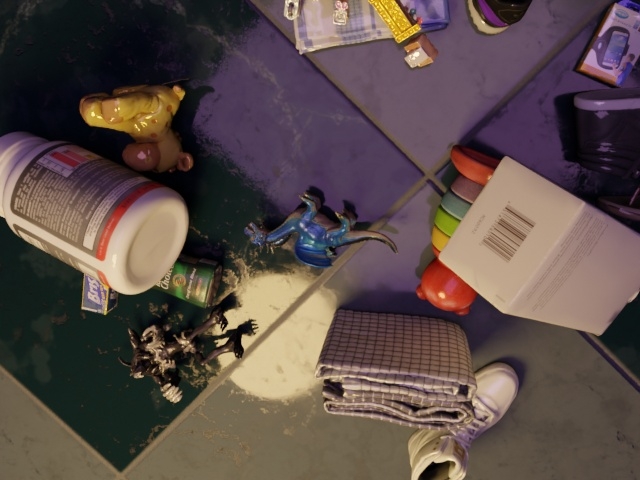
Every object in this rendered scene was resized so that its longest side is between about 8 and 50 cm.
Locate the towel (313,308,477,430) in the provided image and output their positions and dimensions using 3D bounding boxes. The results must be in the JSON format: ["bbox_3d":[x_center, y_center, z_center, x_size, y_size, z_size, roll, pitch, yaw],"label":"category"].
[{"bbox_3d":[0.140,0.243,1.119,0.283,0.235,0.121,4,110,7],"label":"towel"}]

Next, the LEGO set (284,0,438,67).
[{"bbox_3d":[0.085,-0.414,1.018,0.286,0.107,0.132,19,137,-2],"label":"LEGO set"}]

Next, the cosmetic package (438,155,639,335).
[{"bbox_3d":[0.389,0.024,0.964,0.155,0.365,0.197,45,110,42],"label":"cosmetic package"}]

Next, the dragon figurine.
[{"bbox_3d":[0.000,0.000,1.154,0.289,0.085,0.144,23,106,2],"label":"dragon figurine"}]

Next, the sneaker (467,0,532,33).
[{"bbox_3d":[0.275,-0.493,0.954,0.102,0.146,0.294,-26,101,-1],"label":"sneaker"}]

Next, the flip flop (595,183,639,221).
[{"bbox_3d":[0.620,-0.089,1.031,0.276,0.112,0.080,-8,108,6],"label":"flip flop"}]

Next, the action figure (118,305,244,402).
[{"bbox_3d":[-0.309,0.236,1.229,0.275,0.141,0.164,-24,101,9],"label":"action figure"}]

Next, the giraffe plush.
[{"bbox_3d":[-0.332,-0.205,1.131,0.210,0.181,0.171,-18,115,-23],"label":"giraffe plush"}]

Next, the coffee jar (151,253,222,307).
[{"bbox_3d":[-0.302,0.067,1.216,0.184,0.079,0.096,16,105,4],"label":"coffee jar"}]

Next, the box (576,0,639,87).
[{"bbox_3d":[0.518,-0.345,1.027,0.081,0.028,0.136,24,108,2],"label":"box"}]

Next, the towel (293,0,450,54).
[{"bbox_3d":[0.080,-0.462,1.058,0.284,0.034,0.209,-7,100,8],"label":"towel"}]

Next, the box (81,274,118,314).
[{"bbox_3d":[-0.462,0.067,1.252,0.059,0.054,0.169,12,106,5],"label":"box"}]

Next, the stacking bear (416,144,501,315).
[{"bbox_3d":[0.274,-0.004,1.084,0.175,0.164,0.289,20,110,3],"label":"stacking bear"}]

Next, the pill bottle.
[{"bbox_3d":[-0.450,-0.064,1.114,0.362,0.210,0.210,25,106,16],"label":"pill bottle"}]

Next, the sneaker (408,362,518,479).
[{"bbox_3d":[0.289,0.381,1.164,0.108,0.169,0.292,40,104,-1],"label":"sneaker"}]

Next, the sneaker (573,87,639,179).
[{"bbox_3d":[0.582,-0.184,1.028,0.295,0.105,0.147,-1,117,2],"label":"sneaker"}]
